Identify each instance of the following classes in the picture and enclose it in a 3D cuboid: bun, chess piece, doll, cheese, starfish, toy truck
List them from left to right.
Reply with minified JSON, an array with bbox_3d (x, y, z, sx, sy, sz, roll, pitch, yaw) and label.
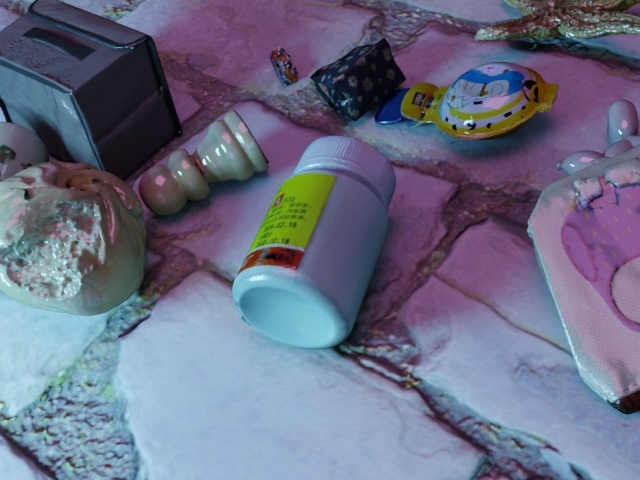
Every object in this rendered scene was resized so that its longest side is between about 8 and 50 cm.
[{"bbox_3d":[-0.309,-0.017,1.032,0.209,0.116,0.237,-1,44,-28],"label":"bun"},{"bbox_3d":[-0.163,-0.095,1.129,0.170,0.094,0.094,-32,48,-9],"label":"chess piece"},{"bbox_3d":[-0.058,-0.271,1.300,0.032,0.024,0.083,-38,46,20],"label":"toy truck"},{"bbox_3d":[0.189,-0.185,1.129,0.250,0.064,0.157,0,46,32],"label":"cheese"},{"bbox_3d":[0.377,-0.346,1.226,0.302,0.060,0.299,20,50,36],"label":"starfish"},{"bbox_3d":[0.372,-0.098,1.005,0.161,0.059,0.160,16,54,26],"label":"doll"}]

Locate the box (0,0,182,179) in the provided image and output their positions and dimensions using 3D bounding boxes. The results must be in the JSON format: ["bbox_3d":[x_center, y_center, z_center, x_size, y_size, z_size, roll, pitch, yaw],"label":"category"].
[{"bbox_3d":[-0.353,-0.217,1.227,0.252,0.188,0.153,27,58,30],"label":"box"}]

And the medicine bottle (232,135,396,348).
[{"bbox_3d":[0.000,0.000,0.960,0.139,0.139,0.225,7,51,21],"label":"medicine bottle"}]

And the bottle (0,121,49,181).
[{"bbox_3d":[-0.447,-0.039,1.131,0.120,0.120,0.253,-8,46,8],"label":"bottle"}]

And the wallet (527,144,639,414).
[{"bbox_3d":[0.384,0.012,0.873,0.335,0.068,0.275,-24,59,-4],"label":"wallet"}]

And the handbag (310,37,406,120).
[{"bbox_3d":[0.034,-0.240,1.222,0.115,0.072,0.139,-42,36,-18],"label":"handbag"}]
